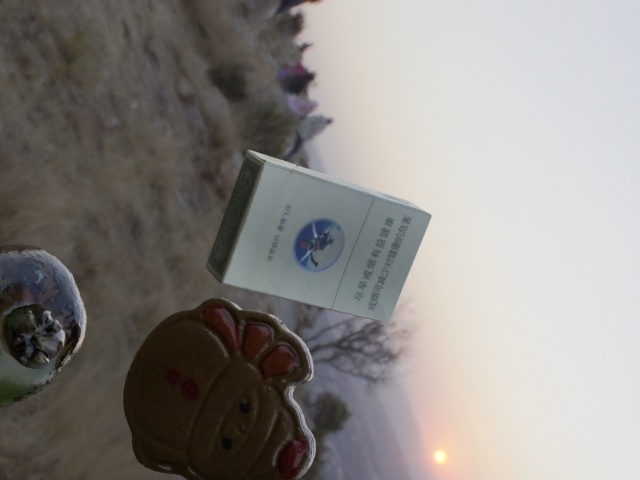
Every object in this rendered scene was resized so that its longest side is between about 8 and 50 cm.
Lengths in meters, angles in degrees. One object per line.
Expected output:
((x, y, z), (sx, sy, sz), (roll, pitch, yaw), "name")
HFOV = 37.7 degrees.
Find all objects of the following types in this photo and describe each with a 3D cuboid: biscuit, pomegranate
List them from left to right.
((-0.505, 0.137, 1.535), (0.341, 0.285, 0.285), (1, -62, 53), "pomegranate")
((-0.173, 0.289, 1.677), (0.381, 0.359, 0.074), (31, 5, 21), "biscuit")

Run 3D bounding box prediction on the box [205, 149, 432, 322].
((0.000, 0.000, 1.216), (0.069, 0.256, 0.164), (38, -70, 60), "box")
